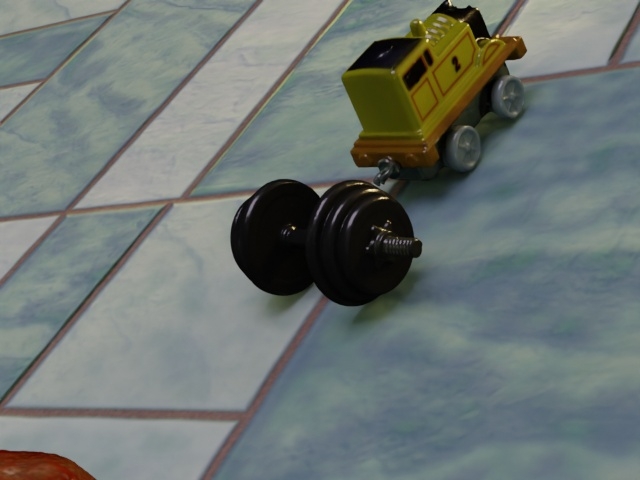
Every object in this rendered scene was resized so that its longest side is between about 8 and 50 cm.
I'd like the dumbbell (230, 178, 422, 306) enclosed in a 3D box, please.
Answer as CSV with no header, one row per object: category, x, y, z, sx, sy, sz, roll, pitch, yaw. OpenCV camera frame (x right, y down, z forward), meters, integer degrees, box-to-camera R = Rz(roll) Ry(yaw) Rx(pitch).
dumbbell,0.000,0.000,1.068,0.208,0.099,0.099,5,42,47

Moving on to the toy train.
toy train,0.099,-0.136,1.179,0.089,0.127,0.219,5,42,43

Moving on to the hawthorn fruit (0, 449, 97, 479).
hawthorn fruit,-0.201,0.208,0.858,0.157,0.157,0.194,-37,12,-18
